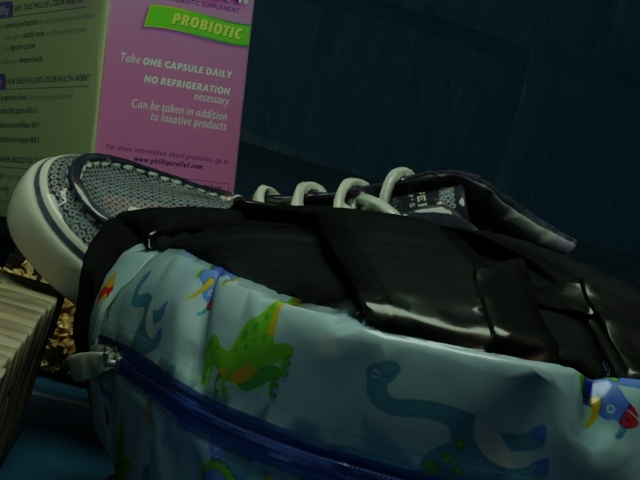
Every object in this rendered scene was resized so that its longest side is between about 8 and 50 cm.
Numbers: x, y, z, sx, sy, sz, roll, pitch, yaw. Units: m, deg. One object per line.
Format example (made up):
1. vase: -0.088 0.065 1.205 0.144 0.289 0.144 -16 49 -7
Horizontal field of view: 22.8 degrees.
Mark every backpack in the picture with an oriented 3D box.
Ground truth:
1. backpack: 0.040 0.095 0.691 0.290 0.273 0.355 17 -14 -17

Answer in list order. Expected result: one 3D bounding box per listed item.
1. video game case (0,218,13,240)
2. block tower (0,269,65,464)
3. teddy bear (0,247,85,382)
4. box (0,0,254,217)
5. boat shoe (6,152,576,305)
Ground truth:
1. video game case: -0.279 -0.151 1.327 0.300 0.329 0.036 11 30 -38
2. block tower: -0.196 0.077 0.763 0.097 0.091 0.335 17 8 -6
3. teddy bear: -0.112 0.043 1.112 0.245 0.113 0.338 14 8 -9
4. box: -0.156 -0.128 1.173 0.117 0.243 0.213 5 1 -34
5. boat shoe: 0.000 0.000 0.934 0.340 0.158 0.127 24 36 -28
